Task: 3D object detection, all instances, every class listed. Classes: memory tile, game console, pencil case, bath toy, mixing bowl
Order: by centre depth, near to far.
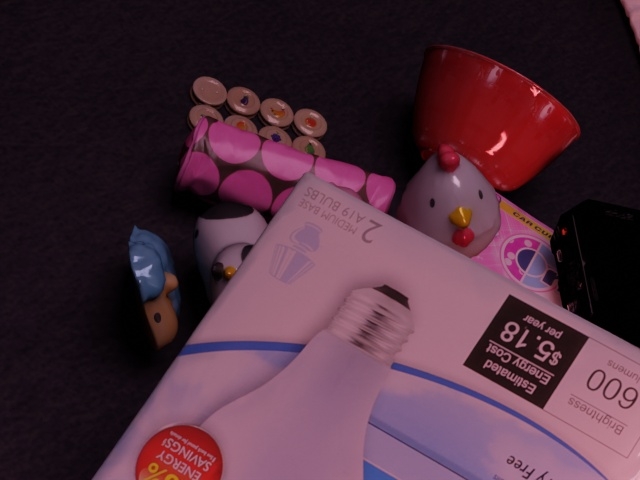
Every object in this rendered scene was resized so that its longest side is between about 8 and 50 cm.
[{"bbox_3d":[0.000,0.000,1.797,0.348,0.129,0.151,-16,57,-9],"label":"bath toy"},{"bbox_3d":[-0.038,-0.051,1.920,0.209,0.098,0.095,21,93,-11],"label":"pencil case"},{"bbox_3d":[0.336,0.137,1.938,0.213,0.044,0.361,9,62,-38],"label":"game console"},{"bbox_3d":[-0.063,-0.105,1.999,0.148,0.012,0.113,16,50,-14],"label":"memory tile"},{"bbox_3d":[0.163,-0.109,2.027,0.181,0.181,0.098,30,79,-2],"label":"mixing bowl"}]

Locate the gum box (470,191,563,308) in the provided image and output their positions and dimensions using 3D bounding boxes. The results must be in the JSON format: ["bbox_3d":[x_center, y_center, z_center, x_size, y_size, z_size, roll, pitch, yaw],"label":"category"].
[{"bbox_3d":[0.205,0.041,1.983,0.188,0.062,0.107,33,48,0],"label":"gum box"}]

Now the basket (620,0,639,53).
[{"bbox_3d":[0.548,-0.284,2.225,0.266,0.331,0.328,2,55,-27],"label":"basket"}]

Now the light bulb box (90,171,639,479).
[{"bbox_3d":[0.049,0.206,1.517,0.358,0.225,0.361,28,75,22],"label":"light bulb box"}]
